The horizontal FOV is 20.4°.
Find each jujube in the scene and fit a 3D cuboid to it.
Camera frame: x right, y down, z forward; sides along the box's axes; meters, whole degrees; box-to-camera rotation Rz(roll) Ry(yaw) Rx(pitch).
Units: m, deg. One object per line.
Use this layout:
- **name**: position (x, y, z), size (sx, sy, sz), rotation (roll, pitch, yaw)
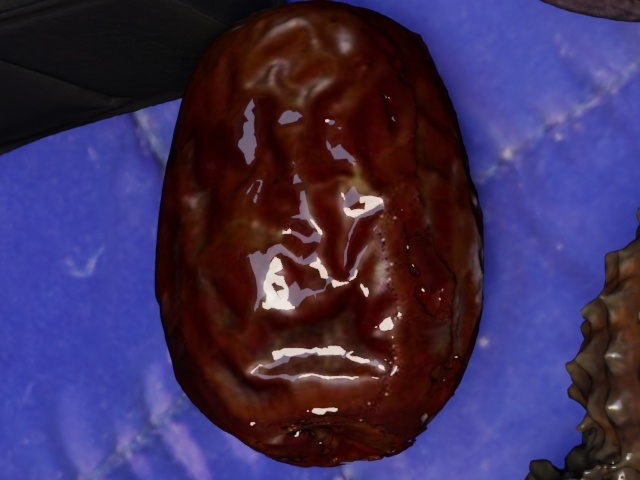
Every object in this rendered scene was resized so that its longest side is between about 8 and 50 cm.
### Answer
- **jujube**: position (0.000, 0.000, 0.972), size (0.183, 0.183, 0.243), rotation (-9, 72, 24)

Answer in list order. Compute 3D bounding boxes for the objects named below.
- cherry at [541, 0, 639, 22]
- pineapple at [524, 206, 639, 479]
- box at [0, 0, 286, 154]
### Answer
- **cherry**: position (0.158, -0.198, 0.938), size (0.176, 0.140, 0.176), rotation (-7, 60, 12)
- **pineapple**: position (0.165, 0.099, 0.879), size (0.361, 0.175, 0.175), rotation (-47, 67, 14)
- **box**: position (-0.182, -0.253, 1.067), size (0.251, 0.204, 0.345), rotation (-13, 78, 23)
